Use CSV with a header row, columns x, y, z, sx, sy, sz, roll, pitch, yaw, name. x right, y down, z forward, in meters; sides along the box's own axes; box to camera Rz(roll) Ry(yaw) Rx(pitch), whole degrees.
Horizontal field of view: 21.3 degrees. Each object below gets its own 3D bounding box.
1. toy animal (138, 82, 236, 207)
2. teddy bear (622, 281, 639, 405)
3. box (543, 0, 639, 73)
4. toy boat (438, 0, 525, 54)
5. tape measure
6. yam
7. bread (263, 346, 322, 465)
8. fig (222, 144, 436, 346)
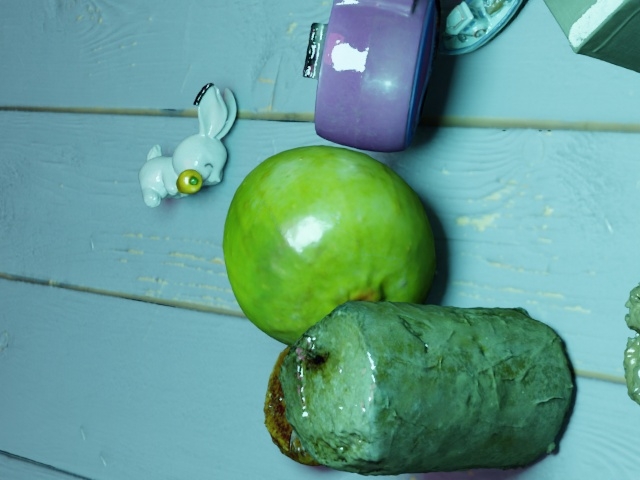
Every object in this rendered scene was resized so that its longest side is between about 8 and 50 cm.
x,y,z,sx,sy,sz,roll,pitch,yaw,name
-0.184,-0.127,2.420,0.182,0.131,0.127,-34,81,27,toy animal
0.399,0.063,1.733,0.267,0.156,0.256,10,89,49,teddy bear
0.359,-0.316,1.840,0.231,0.155,0.149,-48,51,32,box
0.191,-0.273,2.078,0.140,0.066,0.059,-44,58,35,toy boat
0.065,-0.226,2.095,0.149,0.245,0.231,13,91,5,tape measure
0.115,0.167,1.922,0.195,0.300,0.195,-9,79,56,yam
0.001,0.204,2.203,0.193,0.064,0.193,-20,62,44,bread
0.000,0.000,2.113,0.258,0.258,0.326,-69,25,13,fig
